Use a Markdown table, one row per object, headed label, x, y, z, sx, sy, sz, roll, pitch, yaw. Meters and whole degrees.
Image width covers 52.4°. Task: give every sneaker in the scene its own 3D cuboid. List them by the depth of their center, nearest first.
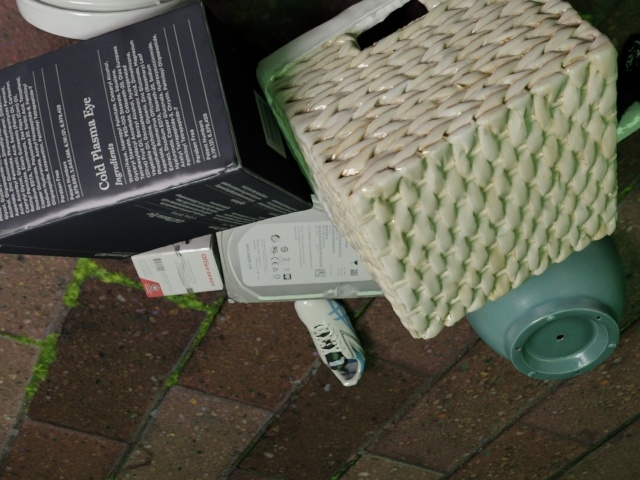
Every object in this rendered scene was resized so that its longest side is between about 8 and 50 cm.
| label | x | y | z | sx | sy | sz | roll | pitch | yaw |
| --- | --- | --- | --- | --- | --- | --- | --- | --- | --- |
| sneaker | 0.023 | 0.186 | 1.227 | 0.085 | 0.086 | 0.237 | -20 | 127 | 16 |

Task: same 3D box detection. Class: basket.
| label | x | y | z | sx | sy | sz | roll | pitch | yaw |
| --- | --- | --- | --- | --- | --- | --- | --- | --- | --- |
| basket | 0.152 | -0.113 | 0.786 | 0.328 | 0.266 | 0.331 | -30 | 138 | 0 |

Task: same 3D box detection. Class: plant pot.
| label | x | y | z | sx | sy | sz | roll | pitch | yaw |
| --- | --- | --- | --- | --- | --- | --- | --- | --- | --- |
| plant pot | 0.387 | 0.109 | 1.107 | 0.293 | 0.196 | 0.293 | -2 | 130 | -2 |

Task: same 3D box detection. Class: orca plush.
| label | x | y | z | sx | sy | sz | roll | pitch | yaw |
| --- | --- | --- | --- | --- | --- | --- | --- | --- | --- |
| orca plush | 0.466 | -0.244 | 0.878 | 0.287 | 0.151 | 0.102 | -37 | 91 | 29 |

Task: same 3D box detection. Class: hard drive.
| label | x | y | z | sx | sy | sz | roll | pitch | yaw |
| --- | --- | --- | --- | --- | --- | --- | --- | --- | --- |
| hard drive | 0.000 | 0.000 | 1.085 | 0.339 | 0.064 | 0.236 | -3 | 130 | -1 |

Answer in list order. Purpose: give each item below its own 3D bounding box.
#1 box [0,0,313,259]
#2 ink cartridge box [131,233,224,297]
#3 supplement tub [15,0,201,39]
| label | x | y | z | sx | sy | sz | roll | pitch | yaw |
| --- | --- | --- | --- | --- | --- | --- | --- | --- | --- |
| box | -0.208 | -0.101 | 0.799 | 0.313 | 0.178 | 0.343 | -16 | 174 | 9 |
| ink cartridge box | -0.239 | 0.039 | 1.110 | 0.135 | 0.056 | 0.099 | -6 | 130 | 3 |
| supplement tub | -0.223 | -0.392 | 0.622 | 0.241 | 0.241 | 0.331 | 3 | 135 | -5 |
